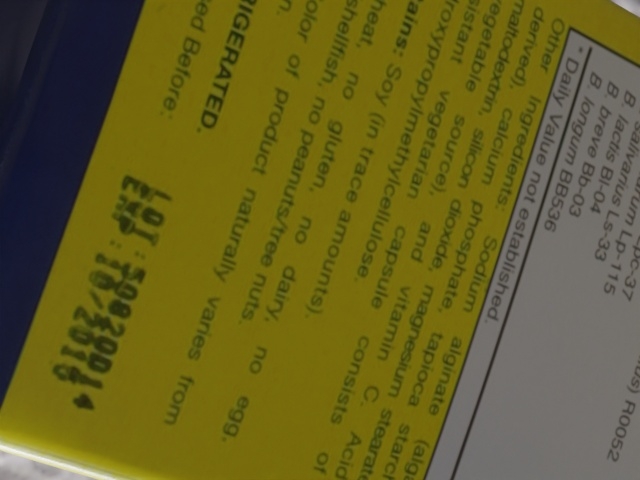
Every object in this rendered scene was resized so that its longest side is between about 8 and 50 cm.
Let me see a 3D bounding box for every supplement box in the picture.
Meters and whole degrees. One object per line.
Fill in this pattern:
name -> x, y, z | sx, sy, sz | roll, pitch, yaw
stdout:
supplement box -> 0.000, 0.000, 0.681 | 0.357, 0.195, 0.194 | 23, 83, -36
